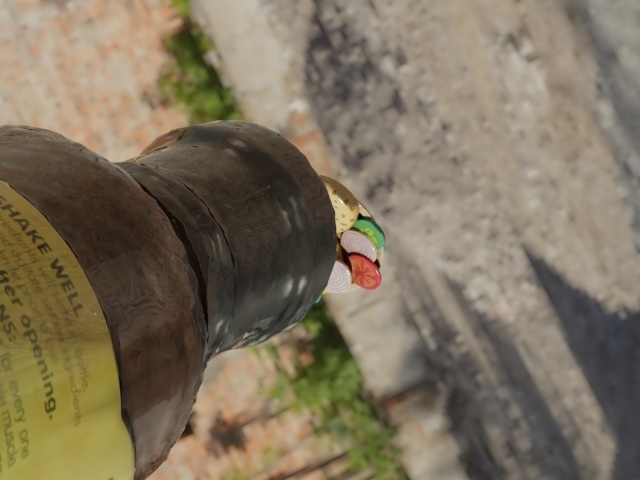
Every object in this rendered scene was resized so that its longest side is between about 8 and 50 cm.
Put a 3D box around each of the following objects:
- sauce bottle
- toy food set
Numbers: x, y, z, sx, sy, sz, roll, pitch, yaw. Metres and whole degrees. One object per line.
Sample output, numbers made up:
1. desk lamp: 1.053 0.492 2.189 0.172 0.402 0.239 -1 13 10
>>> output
1. sauce bottle: -0.097 0.033 0.414 0.344 0.111 0.111 -26 -91 -59
2. toy food set: 0.000 0.000 1.051 0.082 0.083 0.020 52 -142 -17
